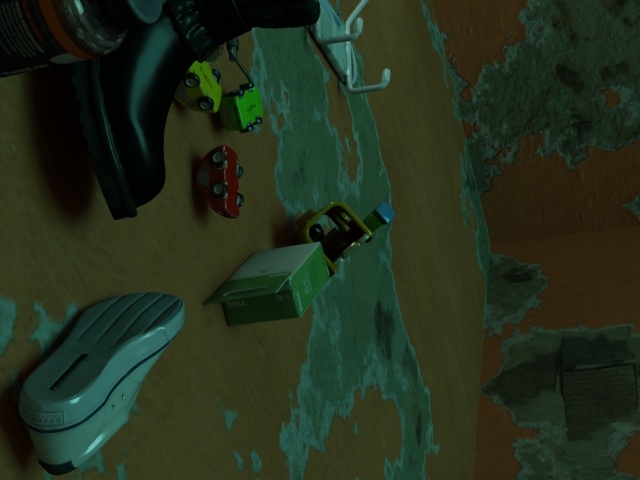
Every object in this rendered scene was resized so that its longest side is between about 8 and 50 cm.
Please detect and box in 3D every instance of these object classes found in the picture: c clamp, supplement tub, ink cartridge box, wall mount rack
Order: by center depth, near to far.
[{"bbox_3d":[-0.235,-0.196,0.776,0.106,0.198,0.106,-7,90,-71],"label":"supplement tub"},{"bbox_3d":[-0.131,-0.317,1.278,0.137,0.022,0.160,54,26,-59],"label":"c clamp"},{"bbox_3d":[-0.070,0.069,1.298,0.209,0.109,0.062,-49,128,-66],"label":"ink cartridge box"},{"bbox_3d":[0.065,-0.480,1.886,0.350,0.130,0.304,45,41,-62],"label":"wall mount rack"}]

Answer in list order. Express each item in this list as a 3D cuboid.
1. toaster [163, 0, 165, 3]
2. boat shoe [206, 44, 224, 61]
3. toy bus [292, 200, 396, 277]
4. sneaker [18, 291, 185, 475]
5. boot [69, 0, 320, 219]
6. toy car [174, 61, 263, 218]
[{"bbox_3d":[-0.205,-0.314,0.818,0.129,0.227,0.146,-64,-171,-29],"label":"toaster"},{"bbox_3d":[-0.163,-0.313,1.272,0.043,0.049,0.137,-76,154,-55],"label":"boat shoe"},{"bbox_3d":[0.006,-0.005,1.551,0.104,0.202,0.191,49,32,-3],"label":"toy bus"},{"bbox_3d":[-0.212,0.131,0.916,0.258,0.094,0.091,-47,145,-61],"label":"sneaker"},{"bbox_3d":[-0.124,-0.204,0.964,0.131,0.260,0.348,132,-48,-82],"label":"boot"},{"bbox_3d":[-0.136,-0.166,1.286,0.225,0.053,0.239,-54,134,-65],"label":"toy car"}]
